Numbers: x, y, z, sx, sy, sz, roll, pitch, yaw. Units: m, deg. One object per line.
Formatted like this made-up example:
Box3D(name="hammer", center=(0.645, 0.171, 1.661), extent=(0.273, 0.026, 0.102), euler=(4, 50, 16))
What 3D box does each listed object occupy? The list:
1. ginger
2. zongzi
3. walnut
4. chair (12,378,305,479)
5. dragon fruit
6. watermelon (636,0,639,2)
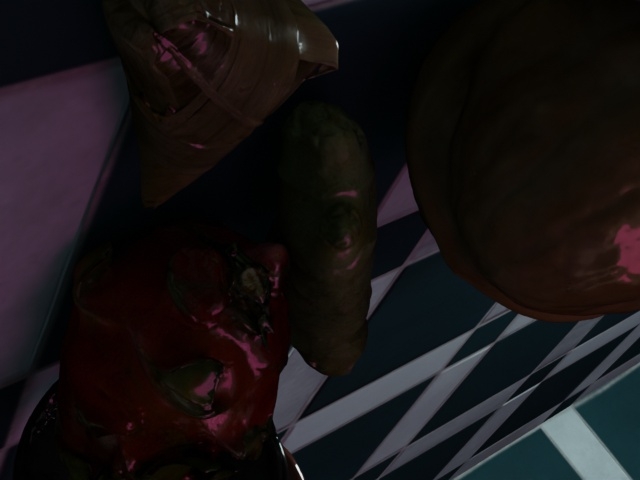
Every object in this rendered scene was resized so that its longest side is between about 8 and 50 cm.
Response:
Box3D(name="ginger", center=(-0.001, 0.003, 0.993), extent=(0.089, 0.137, 0.290), euler=(2, 154, 2))
Box3D(name="zongzi", center=(-0.094, -0.082, 0.720), extent=(0.176, 0.078, 0.160), euler=(-42, 156, 23))
Box3D(name="walnut", center=(0.201, -0.070, 0.990), extent=(0.285, 0.285, 0.296), euler=(-35, -161, -8))
Box3D(name="chair", center=(-0.129, 0.252, 1.204), extent=(0.226, 0.226, 0.401), euler=(-35, 162, -8))
Box3D(name="dragon fruit", center=(-0.109, 0.114, 0.927), extent=(0.198, 0.269, 0.200), euler=(17, 171, -29))
Box3D(name="watermelon", center=(0.242, -0.227, 0.744), extent=(0.188, 0.175, 0.322), euler=(-3, 155, -30))
